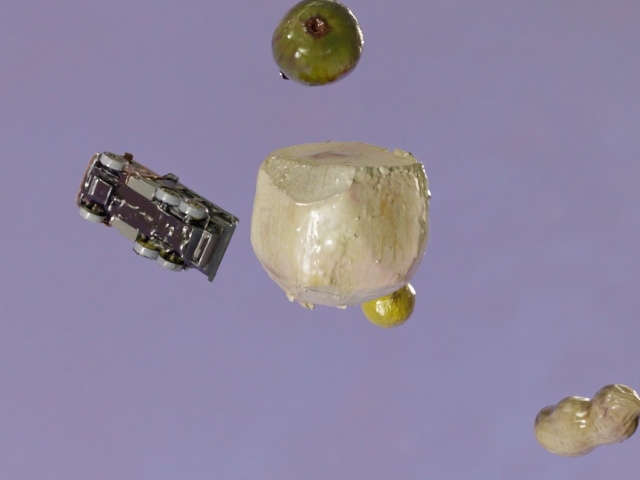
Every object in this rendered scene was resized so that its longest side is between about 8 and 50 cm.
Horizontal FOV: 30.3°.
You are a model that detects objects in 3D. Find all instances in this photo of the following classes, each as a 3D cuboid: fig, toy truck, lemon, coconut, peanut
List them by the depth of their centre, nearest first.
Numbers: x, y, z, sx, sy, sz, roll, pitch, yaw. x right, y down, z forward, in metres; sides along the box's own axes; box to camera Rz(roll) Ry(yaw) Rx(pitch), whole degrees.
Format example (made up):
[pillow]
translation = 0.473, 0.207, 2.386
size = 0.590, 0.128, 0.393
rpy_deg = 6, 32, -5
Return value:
[toy truck]
translation = -0.184, -0.030, 1.356
size = 0.192, 0.083, 0.092
rpy_deg = 30, -165, 25
[peanut]
translation = 0.421, 0.280, 1.840
size = 0.104, 0.228, 0.086
rpy_deg = 33, -124, -18
[coconut]
translation = 0.032, -0.021, 1.920
size = 0.297, 0.297, 0.255
rpy_deg = -21, -67, -55
[fig]
translation = -0.007, -0.307, 1.972
size = 0.151, 0.151, 0.259
rpy_deg = 57, 173, 7
[lemon]
translation = 0.131, 0.116, 2.294
size = 0.109, 0.109, 0.133
rpy_deg = 50, -177, -3
